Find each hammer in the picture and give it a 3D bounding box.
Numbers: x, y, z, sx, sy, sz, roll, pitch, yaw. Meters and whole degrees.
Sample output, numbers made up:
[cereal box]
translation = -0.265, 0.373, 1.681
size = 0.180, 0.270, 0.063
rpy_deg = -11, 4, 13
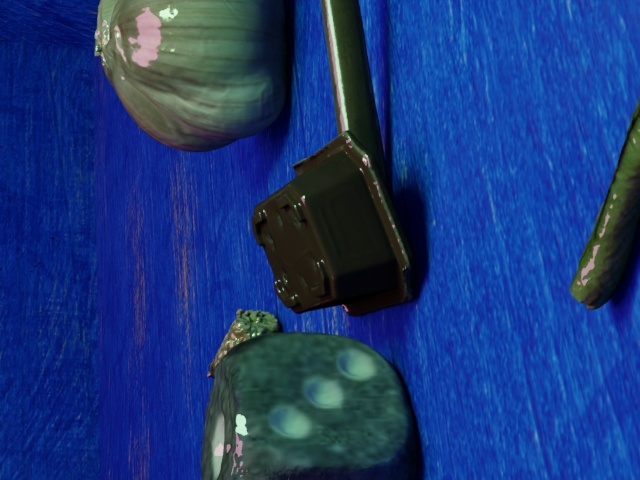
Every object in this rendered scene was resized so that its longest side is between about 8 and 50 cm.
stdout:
[hammer]
translation = 0.016, -0.254, 1.499
size = 0.044, 0.168, 0.440
rpy_deg = 140, 124, -72

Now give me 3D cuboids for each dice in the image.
[dice]
translation = -0.018, 0.208, 1.387
size = 0.182, 0.183, 0.181
rpy_deg = -101, 21, -45

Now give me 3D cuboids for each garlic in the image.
[garlic]
translation = -0.176, -0.271, 1.920
size = 0.317, 0.259, 0.317
rpy_deg = -176, 90, -78

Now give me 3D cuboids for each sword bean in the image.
[sword bean]
translation = 0.217, -0.068, 0.922
size = 0.043, 0.038, 0.269
rpy_deg = -64, -9, -58

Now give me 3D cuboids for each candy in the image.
[candy]
translation = -0.098, 0.145, 1.855
size = 0.095, 0.085, 0.110
rpy_deg = -126, 53, -75

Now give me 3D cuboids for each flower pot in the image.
[flower pot]
translation = 0.000, 0.000, 1.440
size = 0.179, 0.084, 0.251
rpy_deg = 68, 161, 2
